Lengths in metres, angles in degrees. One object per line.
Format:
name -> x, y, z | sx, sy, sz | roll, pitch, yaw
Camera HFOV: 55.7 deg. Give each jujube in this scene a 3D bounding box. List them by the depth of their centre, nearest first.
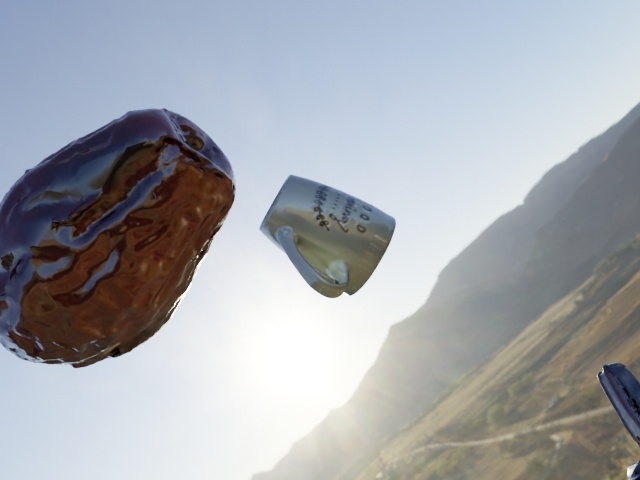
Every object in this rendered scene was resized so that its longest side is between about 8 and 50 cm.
jujube -> -0.210, 0.004, 0.597 | 0.290, 0.197, 0.197 | -43, -15, 17

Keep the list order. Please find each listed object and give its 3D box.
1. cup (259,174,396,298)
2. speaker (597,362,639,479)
cup -> 0.000, 0.000, 1.201 | 0.186, 0.234, 0.258 | -55, 11, 35
speaker -> 0.572, 0.297, 0.888 | 0.330, 0.258, 0.198 | -7, -9, -17
